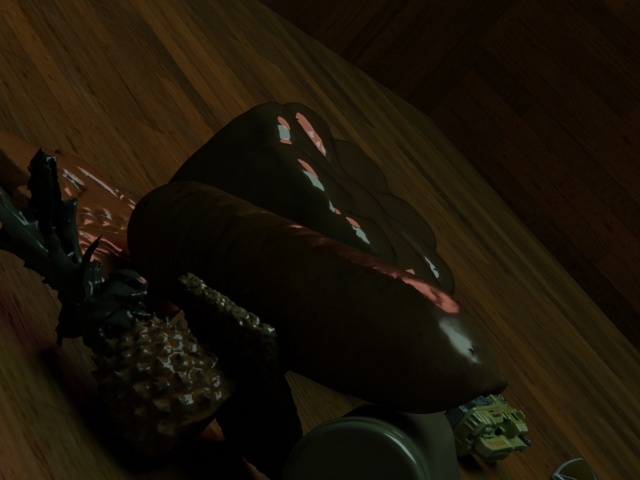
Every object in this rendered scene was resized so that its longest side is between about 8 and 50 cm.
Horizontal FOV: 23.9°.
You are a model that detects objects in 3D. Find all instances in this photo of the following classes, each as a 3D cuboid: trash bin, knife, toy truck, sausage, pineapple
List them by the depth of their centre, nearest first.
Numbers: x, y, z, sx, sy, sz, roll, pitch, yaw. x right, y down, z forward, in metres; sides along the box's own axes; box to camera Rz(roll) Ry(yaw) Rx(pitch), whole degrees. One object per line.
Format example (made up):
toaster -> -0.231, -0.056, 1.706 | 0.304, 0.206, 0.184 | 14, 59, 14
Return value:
trash bin -> 0.058, 0.253, 1.282 | 0.247, 0.121, 0.243 | -15, 96, -78
pineapple -> -0.191, 0.057, 1.296 | 0.277, 0.119, 0.130 | 48, -3, 10
sausage -> -0.034, 0.044, 1.361 | 0.136, 0.123, 0.501 | 21, 1, -39
toy truck -> 0.218, 0.250, 1.995 | 0.100, 0.077, 0.169 | 45, 12, 25
knife -> 0.364, 0.355, 2.195 | 0.061, 0.027, 0.343 | 41, 13, 12

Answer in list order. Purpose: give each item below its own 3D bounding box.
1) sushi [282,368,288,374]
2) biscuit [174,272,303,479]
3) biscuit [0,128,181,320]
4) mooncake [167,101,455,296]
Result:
sushi -> -0.077, 0.111, 1.568 | 0.083, 0.085, 0.056 | 34, 14, -32
biscuit -> -0.065, 0.137, 1.353 | 0.131, 0.025, 0.231 | 30, -34, 40
biscuit -> -0.225, -0.003, 1.587 | 0.284, 0.043, 0.306 | 32, 17, -38
mooncake -> 0.000, 0.000, 1.892 | 0.378, 0.201, 0.378 | 39, 14, -12
